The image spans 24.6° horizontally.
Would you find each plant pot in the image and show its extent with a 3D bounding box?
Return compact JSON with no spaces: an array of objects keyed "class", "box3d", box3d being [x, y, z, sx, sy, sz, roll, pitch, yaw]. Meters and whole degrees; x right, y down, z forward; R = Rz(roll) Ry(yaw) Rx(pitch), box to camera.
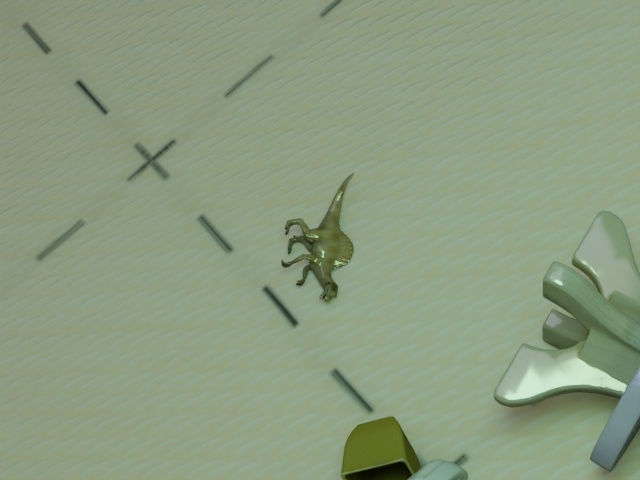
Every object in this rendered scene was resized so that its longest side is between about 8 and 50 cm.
[{"class":"plant pot","box3d":[0.075,0.259,1.756,0.081,0.081,0.083,-15,43,15]}]

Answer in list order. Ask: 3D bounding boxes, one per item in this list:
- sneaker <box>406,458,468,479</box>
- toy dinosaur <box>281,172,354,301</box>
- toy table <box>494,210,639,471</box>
[{"class":"sneaker","box3d":[0.021,0.330,1.688,0.292,0.108,0.169,-47,58,-6]},{"class":"toy dinosaur","box3d":[0.000,0.000,1.969,0.092,0.053,0.183,5,70,8]},{"class":"toy table","box3d":[0.327,0.104,1.657,0.160,0.252,0.274,29,66,16]}]
